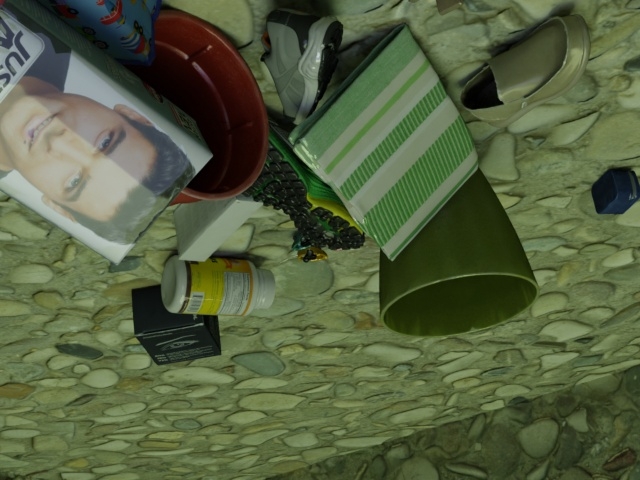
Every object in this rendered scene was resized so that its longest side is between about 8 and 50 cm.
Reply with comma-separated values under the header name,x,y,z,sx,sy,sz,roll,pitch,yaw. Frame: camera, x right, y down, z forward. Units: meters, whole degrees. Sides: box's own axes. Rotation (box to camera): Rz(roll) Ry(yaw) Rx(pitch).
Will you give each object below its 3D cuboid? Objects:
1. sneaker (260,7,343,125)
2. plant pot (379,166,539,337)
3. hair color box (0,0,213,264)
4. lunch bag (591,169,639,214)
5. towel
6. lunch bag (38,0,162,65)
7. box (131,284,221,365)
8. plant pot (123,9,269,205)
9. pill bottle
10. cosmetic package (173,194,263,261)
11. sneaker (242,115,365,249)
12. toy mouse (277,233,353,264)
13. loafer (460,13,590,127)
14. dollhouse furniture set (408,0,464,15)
name,x,y,z,sx,sy,sz,roll,pitch,yaw
sneaker,-0.035,-0.258,1.663,0.108,0.100,0.271,23,160,4
plant pot,0.216,-0.016,1.997,0.274,0.294,0.275,-7,154,-3
hair color box,-0.328,-0.154,1.317,0.374,0.114,0.185,36,101,-31
lunch bag,0.578,-0.091,2.221,0.065,0.067,0.098,1,154,-18
towel,0.113,-0.142,1.772,0.248,0.038,0.325,-46,133,-6
lunch bag,-0.372,-0.318,1.403,0.293,0.138,0.221,-2,156,19
box,-0.308,0.179,2.459,0.153,0.108,0.207,-9,155,1
plant pot,-0.262,-0.150,1.628,0.265,0.273,0.272,-21,153,41
pill bottle,-0.204,0.093,2.299,0.214,0.117,0.117,5,152,-27
cosmetic package,-0.182,-0.056,2.014,0.060,0.099,0.239,8,151,-30
sneaker,-0.043,-0.122,1.905,0.134,0.146,0.343,-11,144,37
toy mouse,0.000,0.000,2.270,0.160,0.031,0.143,-3,155,-12
loafer,0.310,-0.253,1.751,0.092,0.102,0.268,-1,155,-30
dollhouse furniture set,0.132,-0.410,1.379,0.262,0.135,0.259,13,159,-38
